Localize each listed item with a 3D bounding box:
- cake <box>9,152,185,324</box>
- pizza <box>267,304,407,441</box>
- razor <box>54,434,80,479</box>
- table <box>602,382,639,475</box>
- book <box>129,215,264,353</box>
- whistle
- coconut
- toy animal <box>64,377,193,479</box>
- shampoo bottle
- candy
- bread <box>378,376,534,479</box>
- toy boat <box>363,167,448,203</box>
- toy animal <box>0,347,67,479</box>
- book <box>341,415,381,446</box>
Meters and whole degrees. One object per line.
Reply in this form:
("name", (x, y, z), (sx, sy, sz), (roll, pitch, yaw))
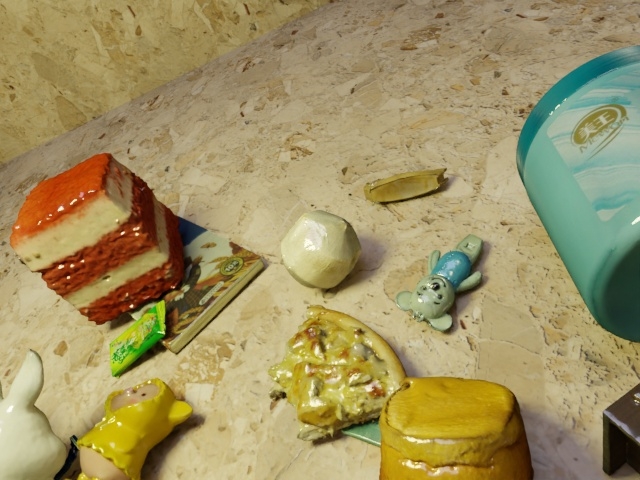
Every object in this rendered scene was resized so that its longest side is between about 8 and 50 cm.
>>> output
("cake", (-0.523, -0.017, 1.268), (0.269, 0.320, 0.270), (-29, 39, 3))
("pizza", (0.009, 0.224, 0.924), (0.223, 0.089, 0.323), (-37, 33, -13))
("razor", (-0.513, 0.456, 1.008), (0.044, 0.028, 0.155), (24, 69, 33))
("table", (0.459, 0.231, 0.592), (0.193, 0.173, 0.169), (-32, 38, -9))
("book", (-0.371, 0.090, 1.348), (0.427, 0.039, 0.300), (21, 59, 44))
("whistle", (0.243, 0.067, 0.994), (0.113, 0.077, 0.236), (29, 59, 26))
("coconut", (0.003, 0.011, 1.110), (0.162, 0.161, 0.161), (-50, 30, 24))
("toy animal", (-0.352, 0.362, 0.950), (0.156, 0.156, 0.230), (7, 39, 36))
("shampoo bottle", (0.509, -0.067, 0.788), (0.330, 0.331, 0.343), (-15, 40, 14))
("candy", (-0.414, 0.221, 1.183), (0.178, 0.032, 0.102), (-40, 44, 9))
("bread", (0.170, 0.271, 0.674), (0.195, 0.143, 0.269), (-4, 1, 18))
("toy boat", (0.206, -0.136, 1.266), (0.205, 0.065, 0.072), (-10, 22, 17))
("toy animal", (-0.579, 0.385, 0.911), (0.196, 0.241, 0.368), (-10, 55, 13))
("book", (0.113, 0.288, 0.854), (0.134, 0.017, 0.103), (7, 49, 36))
